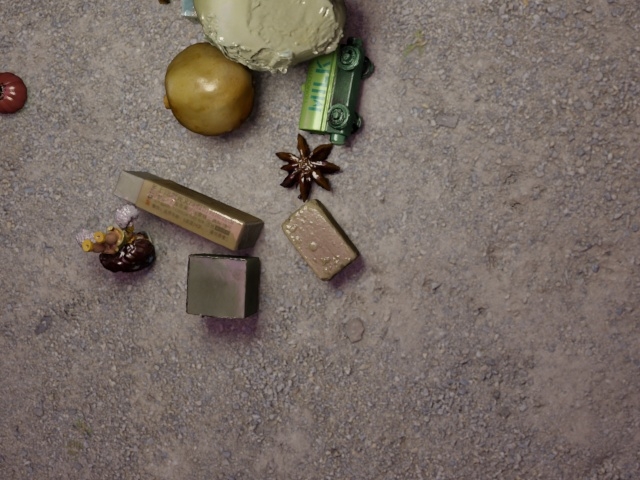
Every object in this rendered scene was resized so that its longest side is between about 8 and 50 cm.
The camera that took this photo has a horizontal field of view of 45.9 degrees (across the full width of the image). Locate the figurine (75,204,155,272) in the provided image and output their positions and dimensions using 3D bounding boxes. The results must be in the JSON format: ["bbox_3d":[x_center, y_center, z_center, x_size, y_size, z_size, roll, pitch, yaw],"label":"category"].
[{"bbox_3d":[-0.487,0.010,1.827,0.174,0.240,0.116,-27,67,10],"label":"figurine"}]

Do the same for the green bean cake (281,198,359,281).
[{"bbox_3d":[0.000,0.000,1.797,0.109,0.085,0.179,-38,85,12],"label":"green bean cake"}]

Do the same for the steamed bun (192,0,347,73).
[{"bbox_3d":[-0.127,-0.512,1.685,0.334,0.312,0.233,21,111,-21],"label":"steamed bun"}]

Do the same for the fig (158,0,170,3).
[{"bbox_3d":[-0.329,-0.700,1.832,0.151,0.151,0.259,15,120,11],"label":"fig"}]

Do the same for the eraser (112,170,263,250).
[{"bbox_3d":[-0.319,-0.076,1.834,0.343,0.144,0.078,23,98,11],"label":"eraser"}]

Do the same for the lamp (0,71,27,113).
[{"bbox_3d":[-0.810,-0.381,1.952,0.107,0.092,0.107,1,94,13],"label":"lamp"}]

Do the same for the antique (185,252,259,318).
[{"bbox_3d":[-0.232,0.106,1.818,0.152,0.148,0.147,4,94,11],"label":"antique"}]

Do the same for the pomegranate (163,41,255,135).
[{"bbox_3d":[-0.255,-0.352,1.774,0.233,0.233,0.233,0,92,12],"label":"pomegranate"}]

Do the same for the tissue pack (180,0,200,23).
[{"bbox_3d":[-0.297,-0.583,1.844,0.058,0.074,0.094,8,91,15],"label":"tissue pack"}]

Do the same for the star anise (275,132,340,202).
[{"bbox_3d":[-0.033,-0.178,1.811,0.168,0.057,0.168,1,94,12],"label":"star anise"}]

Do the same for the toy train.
[{"bbox_3d":[0.025,-0.353,1.776,0.157,0.105,0.253,10,93,25],"label":"toy train"}]
